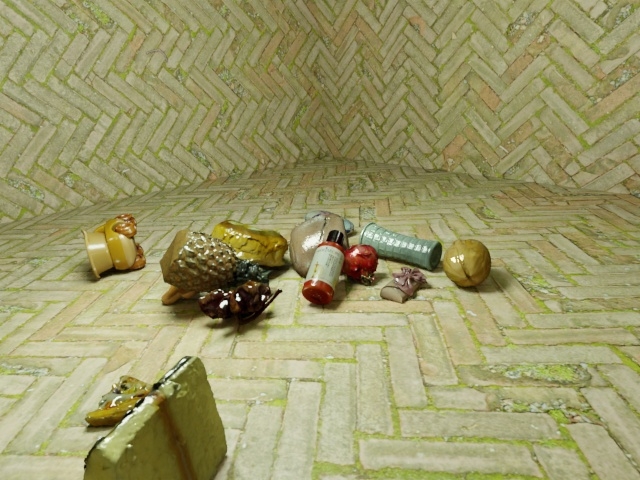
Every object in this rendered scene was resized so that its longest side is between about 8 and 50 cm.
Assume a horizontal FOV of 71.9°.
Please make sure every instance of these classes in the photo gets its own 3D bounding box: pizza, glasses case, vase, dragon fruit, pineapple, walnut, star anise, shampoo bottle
[{"bbox_3d":[-0.454,0.365,1.063,0.185,0.036,0.176,-10,21,-15],"label":"pizza"},{"bbox_3d":[0.291,0.138,1.481,0.103,0.070,0.194,13,26,35],"label":"glasses case"},{"bbox_3d":[0.308,0.024,1.700,0.299,0.143,0.143,15,28,37],"label":"vase"},{"bbox_3d":[0.038,-0.086,2.125,0.125,0.076,0.327,-16,24,-26],"label":"glasses case"},{"bbox_3d":[0.146,0.095,1.556,0.153,0.152,0.110,-9,39,-12],"label":"dragon fruit"},{"bbox_3d":[-0.333,0.100,1.465,0.362,0.201,0.202,24,9,-25],"label":"pineapple"},{"bbox_3d":[0.499,0.073,1.504,0.159,0.159,0.206,1,22,14],"label":"walnut"},{"bbox_3d":[-0.254,0.194,1.349,0.220,0.125,0.190,-18,-19,33],"label":"star anise"},{"bbox_3d":[0.023,0.078,1.495,0.105,0.104,0.278,3,47,19],"label":"shampoo bottle"}]

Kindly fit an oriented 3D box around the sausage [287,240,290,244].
[{"bbox_3d":[-0.149,0.016,1.974,0.015,0.015,0.100,11,25,34],"label":"sausage"}]

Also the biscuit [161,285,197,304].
[{"bbox_3d":[-0.467,0.127,1.588,0.166,0.036,0.250,-16,34,17],"label":"biscuit"}]

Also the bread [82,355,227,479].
[{"bbox_3d":[-0.314,0.353,0.780,0.199,0.235,0.263,3,21,18],"label":"bread"}]

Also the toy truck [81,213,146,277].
[{"bbox_3d":[-0.851,0.022,1.826,0.212,0.204,0.288,-16,25,-22],"label":"toy truck"}]

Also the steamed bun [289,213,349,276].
[{"bbox_3d":[0.000,0.000,1.724,0.252,0.199,0.301,-6,21,-3],"label":"steamed bun"}]

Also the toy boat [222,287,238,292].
[{"bbox_3d":[-0.364,0.118,1.646,0.111,0.084,0.276,-12,20,-25],"label":"toy boat"}]

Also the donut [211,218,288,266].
[{"bbox_3d":[-0.271,0.007,1.701,0.330,0.159,0.330,22,4,-2],"label":"donut"}]
